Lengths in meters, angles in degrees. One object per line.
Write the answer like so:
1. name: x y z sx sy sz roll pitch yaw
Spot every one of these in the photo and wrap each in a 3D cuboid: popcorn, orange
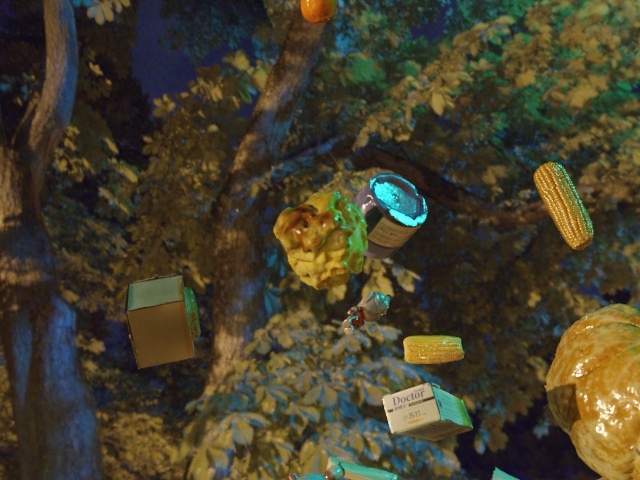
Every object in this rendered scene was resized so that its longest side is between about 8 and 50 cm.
1. popcorn: 0.015 0.009 2.078 0.312 0.312 0.312 -20 -37 -16
2. orange: -0.004 -0.522 1.428 0.084 0.083 0.083 -20 -37 -16
3. orange: 0.511 0.281 1.097 0.210 0.368 0.270 -14 -59 -4

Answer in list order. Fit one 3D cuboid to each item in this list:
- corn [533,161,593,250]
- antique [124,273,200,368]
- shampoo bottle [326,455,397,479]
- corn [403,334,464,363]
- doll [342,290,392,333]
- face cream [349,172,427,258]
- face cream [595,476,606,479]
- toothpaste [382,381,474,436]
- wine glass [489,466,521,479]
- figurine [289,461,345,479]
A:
1. corn: 0.558 -0.081 1.469 0.080 0.231 0.080 -10 -34 -7
2. antique: -0.342 0.170 1.407 0.148 0.146 0.151 -9 -67 -10
3. shampoo bottle: 0.125 0.702 1.941 0.212 0.049 0.072 16 -7 -3
4. corn: 0.318 0.306 1.815 0.165 0.085 0.063 -5 -58 6
5. doll: 0.130 0.194 1.781 0.180 0.079 0.094 -32 -63 -30
6. face cream: 0.230 -0.091 2.313 0.249 0.249 0.225 -1 -32 -35
7. face cream: 0.699 0.658 1.457 0.175 0.195 0.175 -31 3 2
8. toothpaste: 0.194 0.305 1.118 0.089 0.071 0.313 -21 -24 14
9. wine glass: 0.303 0.375 0.837 0.079 0.195 0.079 -47 -29 -36
10. figurine: 0.043 0.648 1.641 0.260 0.205 0.103 21 -44 -13
